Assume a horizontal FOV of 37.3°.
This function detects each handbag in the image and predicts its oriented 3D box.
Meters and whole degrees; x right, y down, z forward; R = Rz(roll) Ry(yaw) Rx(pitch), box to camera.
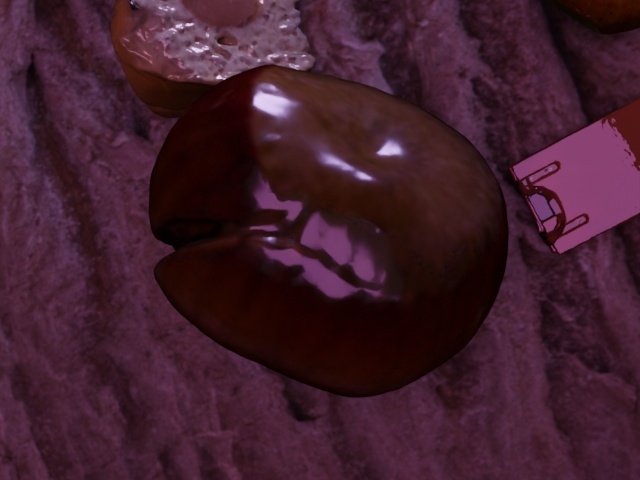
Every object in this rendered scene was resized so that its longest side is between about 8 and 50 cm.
[{"bbox_3d":[0.338,-0.078,1.156,0.190,0.063,0.127,-29,89,5],"label":"handbag"}]

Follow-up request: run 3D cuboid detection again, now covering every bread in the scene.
[{"bbox_3d":[-0.140,-0.265,1.140,0.224,0.211,0.183,-10,84,14],"label":"bread"}]

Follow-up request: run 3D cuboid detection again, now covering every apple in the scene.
[{"bbox_3d":[0.329,-0.326,1.106,0.163,0.147,0.146,30,100,-7],"label":"apple"}]

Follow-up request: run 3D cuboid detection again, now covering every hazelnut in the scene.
[{"bbox_3d":[0.000,0.000,1.070,0.409,0.359,0.359,22,96,5],"label":"hazelnut"}]
